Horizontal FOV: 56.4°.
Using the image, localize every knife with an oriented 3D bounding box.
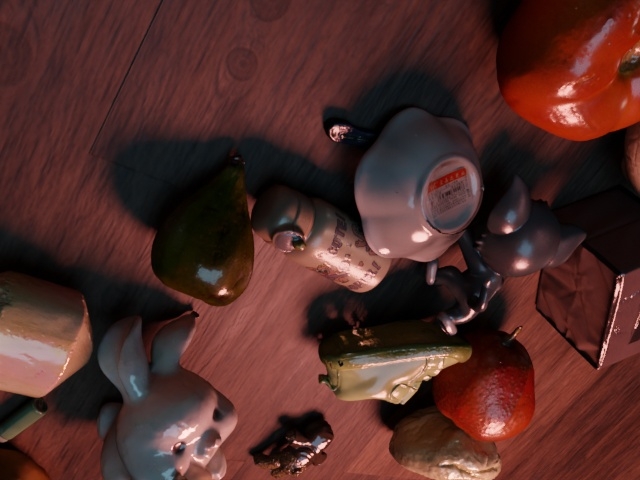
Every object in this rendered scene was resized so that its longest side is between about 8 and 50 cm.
[{"bbox_3d":[0.061,-0.144,0.813,0.121,0.018,0.031,3,125,-26],"label":"knife"}]

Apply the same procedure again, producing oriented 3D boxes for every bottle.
[{"bbox_3d":[-0.449,0.269,0.893,0.083,0.030,0.030,-37,130,7],"label":"bottle"},{"bbox_3d":[0.000,0.000,0.832,0.209,0.110,0.097,27,122,-36],"label":"bottle"}]

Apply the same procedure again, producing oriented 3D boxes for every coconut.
[{"bbox_3d":[-0.360,0.120,0.749,0.153,0.147,0.147,27,111,-37],"label":"coconut"}]

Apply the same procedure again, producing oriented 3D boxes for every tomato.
[{"bbox_3d":[0.343,-0.252,0.747,0.260,0.180,0.259,-12,131,-14],"label":"tomato"}]

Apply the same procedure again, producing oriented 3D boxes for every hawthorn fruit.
[{"bbox_3d":[0.312,0.245,1.097,0.197,0.196,0.225,11,113,-29],"label":"hawthorn fruit"}]

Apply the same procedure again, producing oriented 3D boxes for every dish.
[{"bbox_3d":[0.159,-0.068,0.821,0.230,0.081,0.229,-7,106,-28],"label":"dish"}]

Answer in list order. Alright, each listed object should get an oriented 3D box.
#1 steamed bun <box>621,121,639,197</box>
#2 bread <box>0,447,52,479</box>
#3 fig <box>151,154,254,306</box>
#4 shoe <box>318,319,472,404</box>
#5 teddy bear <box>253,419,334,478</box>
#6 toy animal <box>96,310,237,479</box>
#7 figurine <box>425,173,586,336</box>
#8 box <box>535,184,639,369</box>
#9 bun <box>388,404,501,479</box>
[{"bbox_3d":[0.562,-0.150,0.944,0.177,0.130,0.228,-33,130,3],"label":"steamed bun"},{"bbox_3d":[-0.511,0.379,0.888,0.175,0.251,0.132,-21,86,-6],"label":"bread"},{"bbox_3d":[-0.139,-0.010,0.783,0.133,0.184,0.126,22,159,-3],"label":"fig"},{"bbox_3d":[0.121,0.200,1.022,0.263,0.140,0.128,-2,115,-15],"label":"shoe"},{"bbox_3d":[-0.043,0.408,1.135,0.160,0.078,0.119,-38,126,8],"label":"teddy bear"},{"bbox_3d":[-0.226,0.272,0.869,0.183,0.247,0.309,-18,147,-31],"label":"toy animal"},{"bbox_3d":[0.268,0.028,0.952,0.193,0.140,0.265,43,79,-21],"label":"figurine"},{"bbox_3d":[0.505,0.070,1.052,0.153,0.188,0.252,-19,132,-12],"label":"box"},{"bbox_3d":[0.247,0.395,1.180,0.221,0.220,0.134,15,83,-31],"label":"bun"}]
